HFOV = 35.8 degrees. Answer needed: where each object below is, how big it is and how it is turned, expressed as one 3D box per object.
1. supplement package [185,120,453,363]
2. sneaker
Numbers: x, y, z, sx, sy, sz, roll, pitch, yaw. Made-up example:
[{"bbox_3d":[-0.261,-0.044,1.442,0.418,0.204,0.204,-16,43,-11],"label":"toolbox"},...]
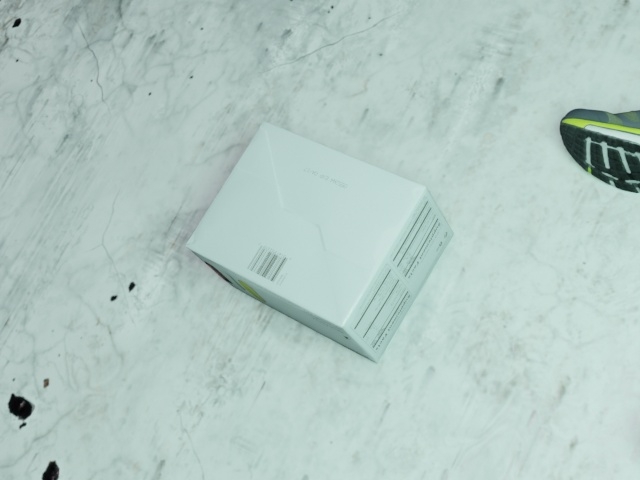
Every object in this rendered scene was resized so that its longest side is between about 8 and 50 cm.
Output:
[{"bbox_3d":[0.000,0.000,1.287,0.261,0.145,0.204,25,78,31],"label":"supplement package"},{"bbox_3d":[0.441,-0.126,1.192,0.299,0.111,0.121,11,61,21],"label":"sneaker"}]
